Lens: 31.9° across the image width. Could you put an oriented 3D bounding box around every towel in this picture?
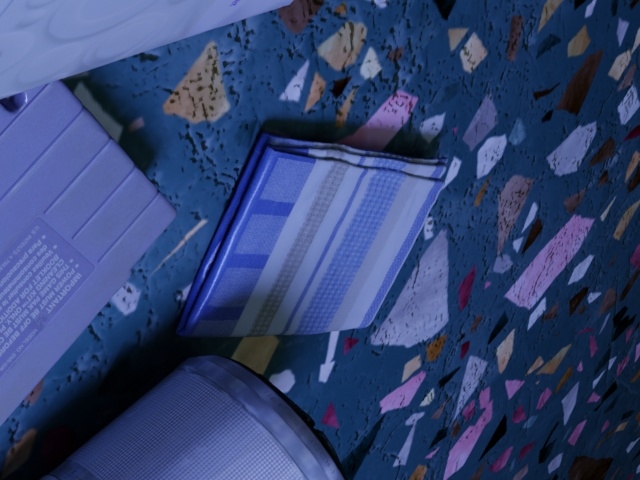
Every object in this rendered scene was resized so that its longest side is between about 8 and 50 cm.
[{"bbox_3d":[0.000,0.000,1.070,0.285,0.034,0.209,2,119,-52],"label":"towel"}]

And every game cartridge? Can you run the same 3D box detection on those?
[{"bbox_3d":[-0.267,0.052,0.739,0.355,0.068,0.230,-50,151,-10],"label":"game cartridge"}]

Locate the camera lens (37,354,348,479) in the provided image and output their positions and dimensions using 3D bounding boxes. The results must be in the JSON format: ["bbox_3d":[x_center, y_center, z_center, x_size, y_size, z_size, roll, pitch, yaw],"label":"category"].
[{"bbox_3d":[-0.123,0.249,0.951,0.274,0.219,0.219,-39,144,-25],"label":"camera lens"}]

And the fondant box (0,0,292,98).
[{"bbox_3d":[-0.094,-0.190,0.599,0.330,0.096,0.238,-30,175,-40],"label":"fondant box"}]
